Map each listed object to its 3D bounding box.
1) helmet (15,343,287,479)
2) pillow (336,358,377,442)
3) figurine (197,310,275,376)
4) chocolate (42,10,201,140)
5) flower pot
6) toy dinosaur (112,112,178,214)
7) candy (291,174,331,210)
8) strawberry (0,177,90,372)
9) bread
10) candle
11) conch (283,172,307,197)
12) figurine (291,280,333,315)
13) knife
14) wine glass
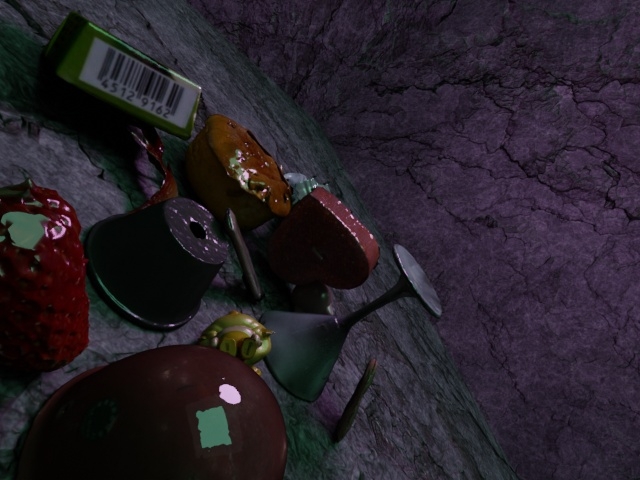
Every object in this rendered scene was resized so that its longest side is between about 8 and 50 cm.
[{"bbox_3d":[-0.165,0.283,0.602,0.384,0.230,0.338,30,29,-48],"label":"helmet"},{"bbox_3d":[0.092,0.402,1.092,0.034,0.211,0.135,26,14,12],"label":"pillow"},{"bbox_3d":[-0.162,0.203,0.838,0.246,0.156,0.131,141,-53,-78],"label":"figurine"},{"bbox_3d":[-0.455,-0.388,1.007,0.300,0.137,0.288,23,12,-44],"label":"chocolate"},{"bbox_3d":[-0.292,0.021,0.847,0.269,0.166,0.269,48,17,-21],"label":"flower pot"},{"bbox_3d":[-0.431,-0.200,1.033,0.206,0.112,0.328,112,-44,-81],"label":"toy dinosaur"},{"bbox_3d":[-0.038,-0.059,1.488,0.398,0.171,0.263,164,-90,-73],"label":"candy"},{"bbox_3d":[-0.392,0.060,0.558,0.205,0.205,0.245,-77,151,-66],"label":"strawberry"},{"bbox_3d":[-0.243,-0.188,1.284,0.336,0.204,0.358,36,22,-39],"label":"bread"},{"bbox_3d":[0.000,0.000,1.203,0.131,0.316,0.288,-45,137,-60],"label":"candle"},{"bbox_3d":[-0.087,-0.185,1.787,0.184,0.121,0.221,20,31,-54],"label":"conch"},{"bbox_3d":[-0.027,0.178,1.307,0.125,0.125,0.138,34,37,-46],"label":"figurine"},{"bbox_3d":[-0.182,0.050,1.025,0.365,0.043,0.089,84,-18,-56],"label":"knife"},{"bbox_3d":[0.078,0.198,1.075,0.267,0.406,0.267,46,22,-26],"label":"wine glass"}]
